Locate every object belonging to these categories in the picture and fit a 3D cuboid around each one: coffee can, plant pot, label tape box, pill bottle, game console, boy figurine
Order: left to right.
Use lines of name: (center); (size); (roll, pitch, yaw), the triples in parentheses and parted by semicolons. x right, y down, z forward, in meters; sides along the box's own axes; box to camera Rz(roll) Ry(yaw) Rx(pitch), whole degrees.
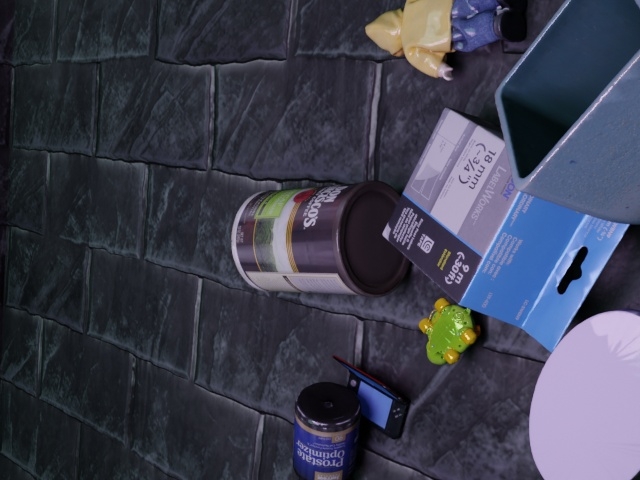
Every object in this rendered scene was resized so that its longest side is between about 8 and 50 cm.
coffee can: (0.000, 0.000, 1.475); (0.275, 0.201, 0.202); (-2, 90, 44)
pill bottle: (0.009, 0.384, 1.510); (0.122, 0.122, 0.219); (31, 130, 39)
game console: (0.083, 0.289, 1.485); (0.144, 0.085, 0.124); (26, 108, 41)
boy figurine: (0.199, -0.353, 1.351); (0.285, 0.092, 0.177); (-1, 91, 45)
label tape box: (0.264, -0.027, 1.212); (0.334, 0.105, 0.241); (45, 116, 49)
plant pot: (0.407, -0.166, 1.023); (0.248, 0.252, 0.247); (-54, 20, 36)

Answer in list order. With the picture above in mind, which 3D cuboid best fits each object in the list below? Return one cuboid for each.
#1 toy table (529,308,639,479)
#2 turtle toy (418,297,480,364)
toy table: (0.417, 0.218, 1.112); (0.252, 0.160, 0.274); (46, 122, 32)
turtle toy: (0.218, 0.161, 1.364); (0.095, 0.066, 0.130); (52, 125, 29)
